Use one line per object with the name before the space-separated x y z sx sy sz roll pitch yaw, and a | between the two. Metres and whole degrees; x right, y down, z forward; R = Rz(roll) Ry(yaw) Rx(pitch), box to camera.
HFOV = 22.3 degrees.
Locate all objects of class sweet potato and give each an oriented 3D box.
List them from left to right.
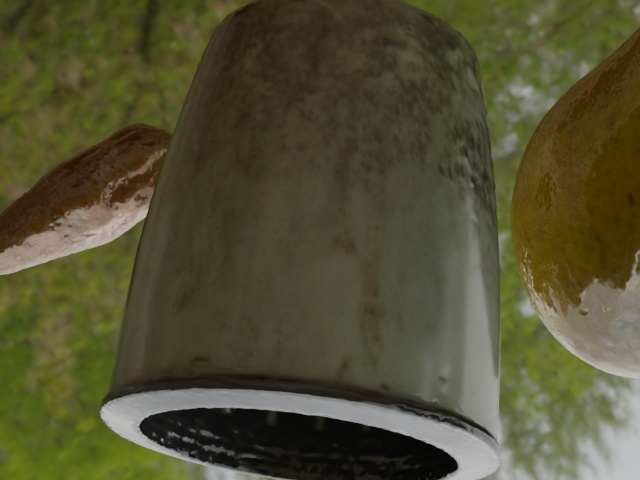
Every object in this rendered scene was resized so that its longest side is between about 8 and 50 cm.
sweet potato | -0.246 -0.033 1.644 0.252 0.097 0.097 -30 -164 -8

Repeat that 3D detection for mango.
mango | 0.342 -0.066 1.493 0.301 0.445 0.220 25 -146 13

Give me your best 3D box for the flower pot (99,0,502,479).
flower pot | 0.000 0.000 1.225 0.294 0.293 0.330 -12 -115 44
